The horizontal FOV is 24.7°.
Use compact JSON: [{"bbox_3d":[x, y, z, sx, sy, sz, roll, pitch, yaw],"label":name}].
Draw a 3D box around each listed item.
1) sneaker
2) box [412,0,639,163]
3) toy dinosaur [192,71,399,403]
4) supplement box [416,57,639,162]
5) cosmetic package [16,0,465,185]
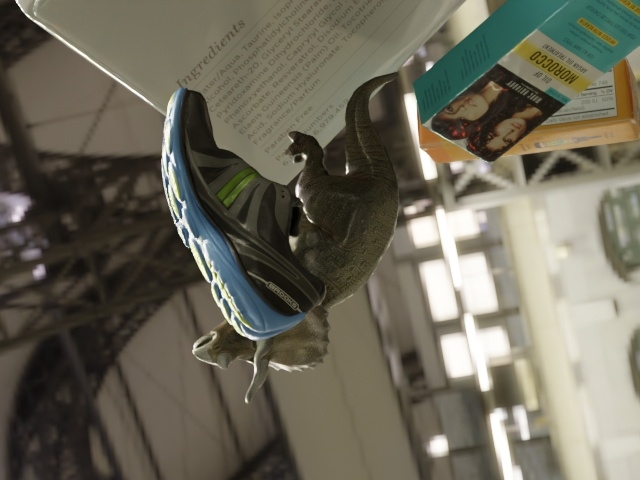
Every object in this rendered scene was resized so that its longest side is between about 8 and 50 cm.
[{"bbox_3d":[-0.055,-0.021,0.982,0.188,0.078,0.067,62,160,23],"label":"sneaker"},{"bbox_3d":[0.207,-0.178,1.367,0.100,0.244,0.060,25,-140,-33],"label":"box"},{"bbox_3d":[0.000,0.000,1.273,0.313,0.160,0.121,-49,-37,-13],"label":"toy dinosaur"},{"bbox_3d":[0.225,-0.139,1.583,0.078,0.233,0.080,32,-124,-69],"label":"supplement box"},{"bbox_3d":[-0.111,-0.322,1.435,0.393,0.327,0.329,35,-167,-51],"label":"cosmetic package"}]
